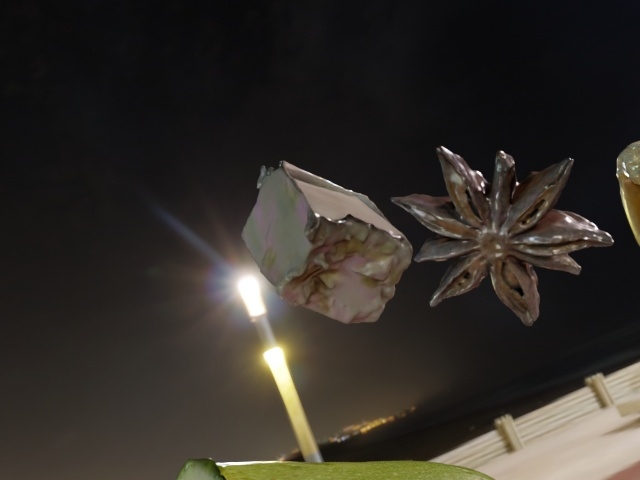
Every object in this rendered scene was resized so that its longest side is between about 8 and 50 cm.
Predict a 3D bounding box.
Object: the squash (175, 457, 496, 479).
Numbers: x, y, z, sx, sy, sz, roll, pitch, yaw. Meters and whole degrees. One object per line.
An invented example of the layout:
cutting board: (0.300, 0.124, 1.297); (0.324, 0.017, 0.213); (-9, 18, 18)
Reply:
squash: (0.026, 0.149, 0.344); (0.188, 0.095, 0.095); (9, -30, -29)

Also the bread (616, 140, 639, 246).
bread: (0.560, -0.007, 0.919); (0.245, 0.424, 0.329); (-41, -55, 10)

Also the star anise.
star anise: (0.168, -0.007, 0.666); (0.182, 0.195, 0.065); (-10, 22, 31)

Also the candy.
candy: (0.000, 0.000, 0.969); (0.185, 0.195, 0.137); (19, -70, -34)
